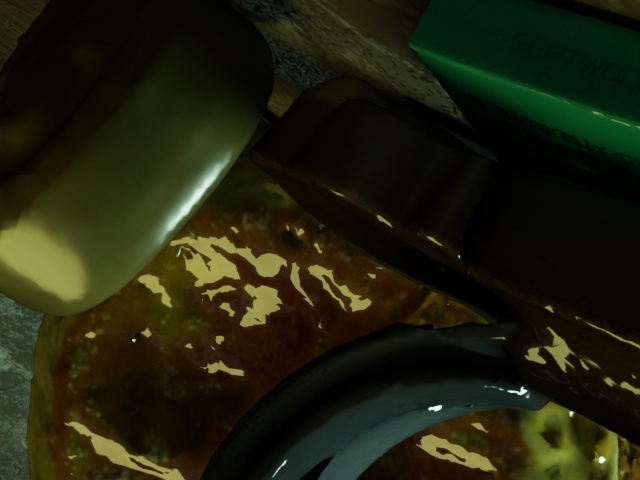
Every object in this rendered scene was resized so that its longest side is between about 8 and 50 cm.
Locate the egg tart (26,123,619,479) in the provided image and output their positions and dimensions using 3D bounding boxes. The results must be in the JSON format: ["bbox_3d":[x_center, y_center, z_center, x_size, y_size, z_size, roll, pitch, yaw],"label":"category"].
[{"bbox_3d":[-0.002,0.135,0.792,0.443,0.443,0.178,28,-162,17],"label":"egg tart"}]

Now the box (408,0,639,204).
[{"bbox_3d":[0.150,-0.028,0.498,0.161,0.042,0.226,27,175,33],"label":"box"}]

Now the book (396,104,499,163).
[{"bbox_3d":[0.223,0.032,0.773,0.379,0.031,0.264,29,176,11],"label":"book"}]

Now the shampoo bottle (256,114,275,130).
[{"bbox_3d":[-0.120,-0.126,0.968,0.068,0.067,0.236,38,-178,41],"label":"shampoo bottle"}]

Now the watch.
[{"bbox_3d":[0.076,0.145,0.510,0.335,0.326,0.314,27,175,20],"label":"watch"}]

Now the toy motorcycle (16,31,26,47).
[{"bbox_3d":[-0.189,-0.127,1.166,0.198,0.109,0.296,18,169,34],"label":"toy motorcycle"}]

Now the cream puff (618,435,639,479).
[{"bbox_3d":[0.154,0.165,0.977,0.303,0.212,0.303,9,-146,-6],"label":"cream puff"}]

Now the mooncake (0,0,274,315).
[{"bbox_3d":[-0.136,-0.077,0.688,0.117,0.234,0.235,37,173,-26],"label":"mooncake"}]
